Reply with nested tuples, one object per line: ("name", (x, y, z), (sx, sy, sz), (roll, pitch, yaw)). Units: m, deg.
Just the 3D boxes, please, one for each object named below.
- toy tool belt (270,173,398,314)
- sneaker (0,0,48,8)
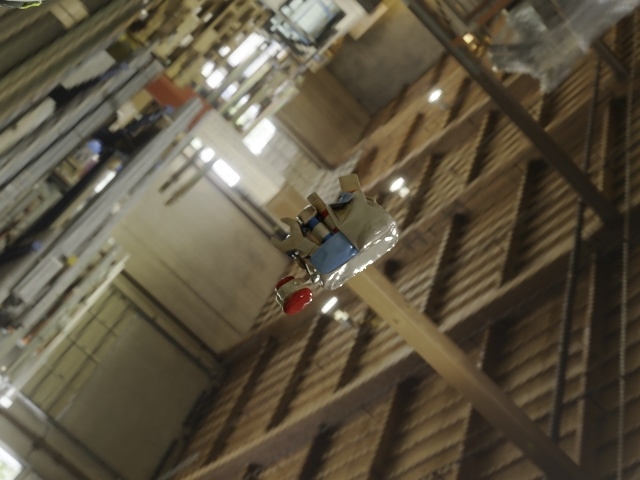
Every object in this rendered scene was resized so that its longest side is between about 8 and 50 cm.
("toy tool belt", (0.000, 0.000, 0.531), (0.083, 0.051, 0.052), (-35, 156, -10))
("sneaker", (-0.169, -0.289, 0.361), (0.147, 0.384, 0.145), (-6, -148, 43))
